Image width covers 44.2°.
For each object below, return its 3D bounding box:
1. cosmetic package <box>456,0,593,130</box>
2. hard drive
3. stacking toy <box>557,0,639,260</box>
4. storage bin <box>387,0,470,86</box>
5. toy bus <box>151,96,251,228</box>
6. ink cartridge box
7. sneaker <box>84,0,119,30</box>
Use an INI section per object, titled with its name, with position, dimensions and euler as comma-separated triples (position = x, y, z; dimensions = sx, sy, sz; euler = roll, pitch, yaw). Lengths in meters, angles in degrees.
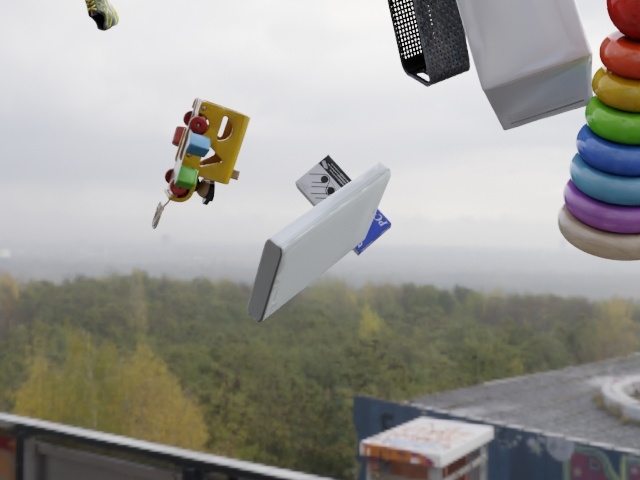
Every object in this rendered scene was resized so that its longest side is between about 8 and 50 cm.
[cosmetic package]
position = 0.262, -0.290, 1.036
dimensions = 0.138, 0.224, 0.225
euler = -16, -11, 16
[hard drive]
position = 0.000, 0.000, 1.416
dimensions = 0.040, 0.203, 0.307
euler = 38, 49, 17
[stacking toy]
position = 0.342, -0.148, 0.867
dimensions = 0.141, 0.330, 0.141
euler = -5, 31, 3
[storage bin]
position = 0.187, -0.375, 1.378
dimensions = 0.084, 0.180, 0.122
euler = -24, 31, -9
[toy bus]
position = -0.179, -0.126, 1.250
dimensions = 0.104, 0.191, 0.202
euler = 16, -35, -19
[ink cartridge box]
position = 0.049, -0.076, 1.695
dimensions = 0.097, 0.207, 0.046
euler = -41, -11, -6
[sneaker]
position = -0.302, -0.320, 1.058
dimensions = 0.031, 0.083, 0.035
euler = -11, 37, 29
